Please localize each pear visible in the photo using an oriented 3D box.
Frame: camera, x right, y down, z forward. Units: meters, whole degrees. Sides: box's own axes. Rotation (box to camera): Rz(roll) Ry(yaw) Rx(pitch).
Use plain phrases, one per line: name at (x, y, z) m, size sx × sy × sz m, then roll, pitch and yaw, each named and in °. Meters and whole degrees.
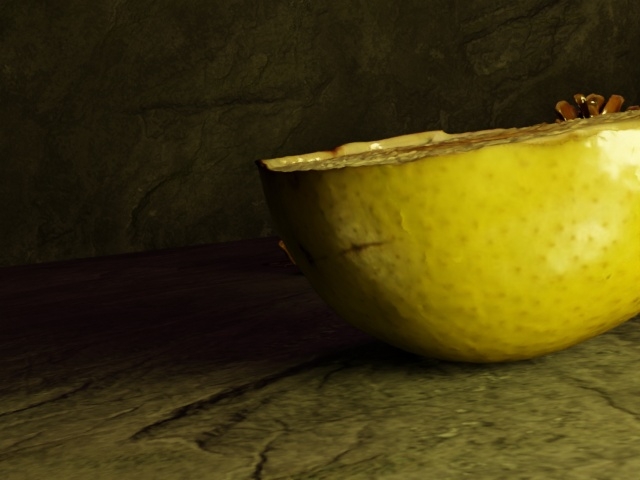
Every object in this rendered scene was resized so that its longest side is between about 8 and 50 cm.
pear at (0.132, 0.000, 0.767) m, size 0.340 × 0.191 × 0.387 m, roll -14°, pitch 7°, yaw -39°

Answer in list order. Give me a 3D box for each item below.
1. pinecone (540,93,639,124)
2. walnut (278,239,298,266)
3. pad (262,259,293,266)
pinecone at (0.439, -0.115, 1.508) m, size 0.264 × 0.264 × 0.264 m, roll -6°, pitch 3°, yaw 0°
walnut at (0.000, 0.000, 1.776) m, size 0.207 × 0.115 × 0.116 m, roll -3°, pitch 0°, yaw -45°
pad at (0.001, 0.040, 2.080) m, size 0.235 × 0.003 × 0.158 m, roll -8°, pitch 3°, yaw -22°
